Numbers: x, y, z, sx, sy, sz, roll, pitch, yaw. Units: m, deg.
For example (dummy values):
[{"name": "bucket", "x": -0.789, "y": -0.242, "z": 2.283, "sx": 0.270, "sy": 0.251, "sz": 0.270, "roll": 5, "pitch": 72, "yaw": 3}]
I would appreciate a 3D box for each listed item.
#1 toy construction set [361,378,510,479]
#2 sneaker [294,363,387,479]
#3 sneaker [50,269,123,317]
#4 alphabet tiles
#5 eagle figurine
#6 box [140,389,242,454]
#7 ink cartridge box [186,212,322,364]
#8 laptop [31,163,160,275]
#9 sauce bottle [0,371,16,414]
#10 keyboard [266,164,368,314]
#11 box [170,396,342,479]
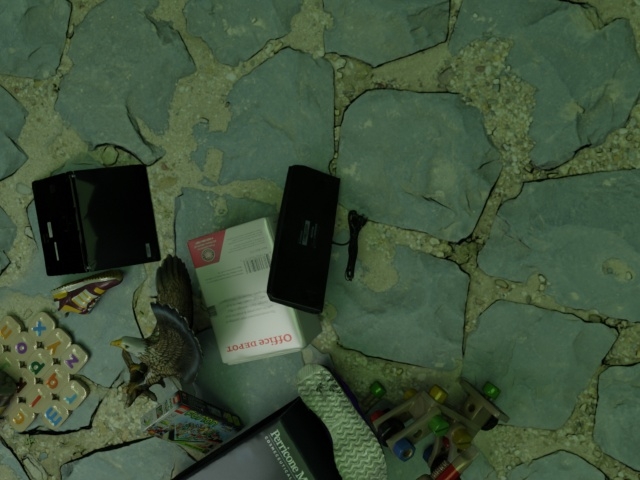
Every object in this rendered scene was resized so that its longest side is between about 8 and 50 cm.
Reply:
[{"name": "toy construction set", "x": 0.261, "y": 0.372, "z": 1.077, "sx": 0.257, "sy": 0.309, "sz": 0.237, "roll": 43, "pitch": 93, "yaw": -5}, {"name": "sneaker", "x": 0.060, "y": 0.394, "z": 1.165, "sx": 0.102, "sy": 0.146, "sz": 0.293, "roll": -31, "pitch": 73, "yaw": 5}, {"name": "sneaker", "x": -0.538, "y": 0.128, "z": 1.275, "sx": 0.186, "sy": 0.069, "sz": 0.083, "roll": -14, "pitch": 101, "yaw": 14}, {"name": "alphabet tiles", "x": -0.705, "y": 0.321, "z": 1.328, "sx": 0.284, "sy": 0.021, "sz": 0.278, "roll": 43, "pitch": 98, "yaw": 3}, {"name": "eagle figurine", "x": -0.335, "y": 0.215, "z": 1.168, "sx": 0.226, "sy": 0.225, "sz": 0.298, "roll": 40, "pitch": 105, "yaw": 14}, {"name": "box", "x": -0.282, "y": 0.407, "z": 1.202, "sx": 0.114, "sy": 0.207, "sz": 0.036, "roll": -37, "pitch": 45, "yaw": 9}, {"name": "ink cartridge box", "x": -0.141, "y": 0.103, "z": 1.173, "sx": 0.207, "sy": 0.117, "sz": 0.282, "roll": -15, "pitch": 92, "yaw": 21}, {"name": "laptop", "x": -0.537, "y": -0.046, "z": 1.286, "sx": 0.265, "sy": 0.137, "sz": 0.234, "roll": -7, "pitch": 93, "yaw": 34}, {"name": "sauce bottle", "x": -0.864, "y": 0.467, "z": 1.282, "sx": 0.111, "sy": 0.111, "sz": 0.344, "roll": 37, "pitch": 92, "yaw": 4}, {"name": "keyboard", "x": 0.000, "y": 0.000, "z": 1.133, "sx": 0.202, "sy": 0.033, "sz": 0.317, "roll": 18, "pitch": 64, "yaw": -20}, {"name": "box", "x": -0.138, "y": 0.575, "z": 1.158, "sx": 0.396, "sy": 0.212, "sz": 0.293, "roll": -35, "pitch": 81, "yaw": 8}]
